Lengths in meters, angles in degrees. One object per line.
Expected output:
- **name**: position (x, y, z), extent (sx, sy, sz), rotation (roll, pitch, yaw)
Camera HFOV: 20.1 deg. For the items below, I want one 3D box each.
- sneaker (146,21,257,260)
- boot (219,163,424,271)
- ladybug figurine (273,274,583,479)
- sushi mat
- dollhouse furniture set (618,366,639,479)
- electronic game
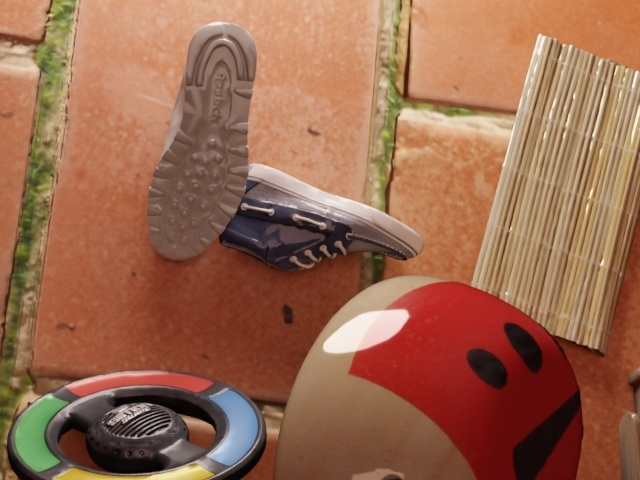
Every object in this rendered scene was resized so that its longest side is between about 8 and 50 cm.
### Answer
- **sneaker**: position (-0.111, -0.094, 1.750), extent (0.090, 0.095, 0.235), rotation (16, 90, -10)
- **boot**: position (0.000, 0.000, 1.751), extent (0.190, 0.069, 0.086), rotation (22, 77, 6)
- **ladybug figurine**: position (0.111, 0.182, 1.544), extent (0.162, 0.449, 0.305), rotation (-8, 106, 27)
- **sushi mat**: position (0.255, -0.051, 1.833), extent (0.151, 0.019, 0.316), rotation (18, 70, -3)
- **dollhouse furniture set**: position (0.377, 0.177, 1.663), extent (0.212, 0.242, 0.161), rotation (3, 72, -10)
- **electronic game**: position (-0.162, 0.174, 1.599), extent (0.229, 0.229, 0.048), rotation (-7, 115, -12)
